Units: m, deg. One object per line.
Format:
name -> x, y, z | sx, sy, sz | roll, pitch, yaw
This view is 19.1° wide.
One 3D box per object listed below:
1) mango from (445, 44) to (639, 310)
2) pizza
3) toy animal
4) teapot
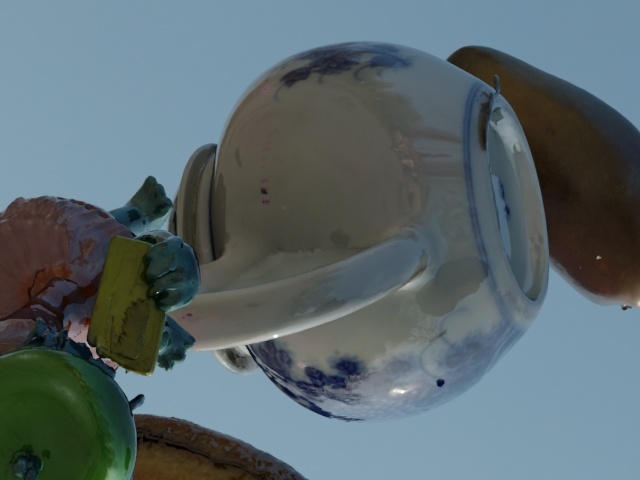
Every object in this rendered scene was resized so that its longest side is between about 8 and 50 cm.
mango -> 0.200, -0.058, 1.562 | 0.267, 0.111, 0.133 | 46, -56, -5
pizza -> -0.073, 0.277, 1.535 | 0.251, 0.074, 0.287 | -5, -83, 31
toy animal -> -0.079, 0.028, 0.650 | 0.103, 0.208, 0.100 | -32, -84, 10
teapot -> 0.000, 0.000, 1.265 | 0.280, 0.424, 0.252 | -10, -79, 18
